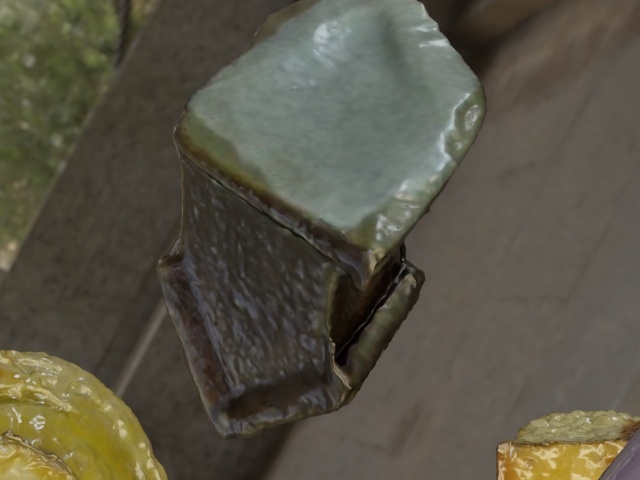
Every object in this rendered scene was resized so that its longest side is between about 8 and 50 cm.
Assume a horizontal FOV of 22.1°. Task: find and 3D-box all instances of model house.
[{"bbox_3d":[0.003,-0.004,0.647,0.165,0.106,0.152,-48,-24,-44],"label":"model house"}]

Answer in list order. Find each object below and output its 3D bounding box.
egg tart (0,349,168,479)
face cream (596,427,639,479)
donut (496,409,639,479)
[{"bbox_3d":[-0.258,0.227,1.288,0.290,0.290,0.115,-61,13,2],"label":"egg tart"},{"bbox_3d":[0.087,0.205,0.690,0.274,0.096,0.154,-52,-15,11],"label":"face cream"},{"bbox_3d":[0.255,0.173,1.015,0.112,0.295,0.151,-77,-15,-74],"label":"donut"}]
